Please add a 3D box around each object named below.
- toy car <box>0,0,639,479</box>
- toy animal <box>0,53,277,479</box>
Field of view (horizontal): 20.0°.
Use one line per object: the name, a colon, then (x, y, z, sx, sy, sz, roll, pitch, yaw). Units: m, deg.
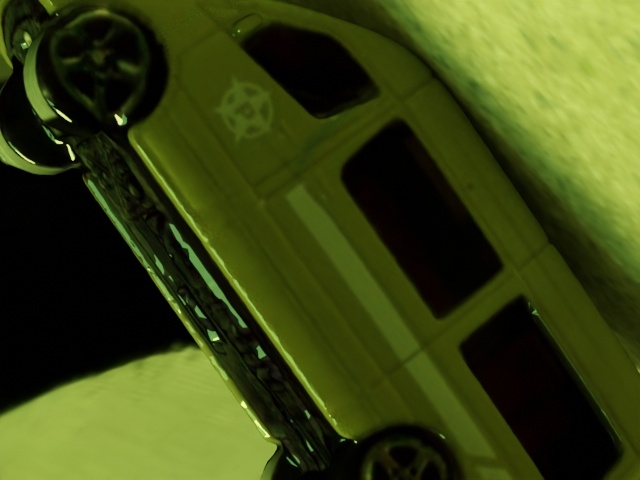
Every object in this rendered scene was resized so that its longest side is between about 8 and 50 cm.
toy car: (0.000, 0.000, 0.603, 0.256, 0.124, 0.101, 55, 161, -4)
toy animal: (-0.149, -0.003, 0.785, 0.310, 0.251, 0.251, 56, 172, 30)
